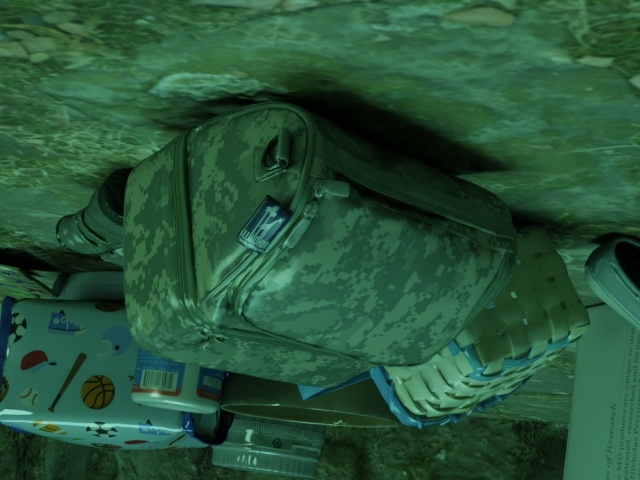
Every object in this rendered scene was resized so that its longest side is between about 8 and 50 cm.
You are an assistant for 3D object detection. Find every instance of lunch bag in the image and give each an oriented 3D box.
[{"bbox_3d":[-0.316,0.224,1.883,0.328,0.239,0.385,4,163,7],"label":"lunch bag"},{"bbox_3d":[0.000,0.000,1.060,0.305,0.212,0.256,18,147,-41],"label":"lunch bag"}]

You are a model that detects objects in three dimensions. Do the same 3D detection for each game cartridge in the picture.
[{"bbox_3d":[-0.308,0.098,1.966,0.297,0.062,0.198,-3,159,39],"label":"game cartridge"}]

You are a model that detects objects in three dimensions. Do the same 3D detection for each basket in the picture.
[{"bbox_3d":[0.138,0.100,1.308,0.255,0.201,0.289,-16,163,-39],"label":"basket"}]

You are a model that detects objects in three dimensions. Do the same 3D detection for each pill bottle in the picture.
[{"bbox_3d":[-0.189,0.125,1.631,0.124,0.221,0.124,8,167,2],"label":"pill bottle"}]

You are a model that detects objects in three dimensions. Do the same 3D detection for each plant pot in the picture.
[{"bbox_3d":[-0.010,0.188,1.855,0.284,0.191,0.284,5,167,1],"label":"plant pot"}]

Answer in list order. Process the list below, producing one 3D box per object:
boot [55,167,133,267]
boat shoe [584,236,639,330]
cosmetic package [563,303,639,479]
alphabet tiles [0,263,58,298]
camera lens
[{"bbox_3d":[-0.170,-0.002,1.347,0.246,0.083,0.161,22,152,-22],"label":"boot"},{"bbox_3d":[0.393,0.078,1.262,0.227,0.079,0.081,37,159,6],"label":"boat shoe"},{"bbox_3d":[0.559,0.251,1.505,0.329,0.327,0.393,11,167,-15],"label":"cosmetic package"},{"bbox_3d":[-0.621,0.041,1.918,0.342,0.011,0.285,10,165,11],"label":"alphabet tiles"},{"bbox_3d":[-0.092,0.308,2.241,0.219,0.274,0.219,7,167,2],"label":"camera lens"}]
